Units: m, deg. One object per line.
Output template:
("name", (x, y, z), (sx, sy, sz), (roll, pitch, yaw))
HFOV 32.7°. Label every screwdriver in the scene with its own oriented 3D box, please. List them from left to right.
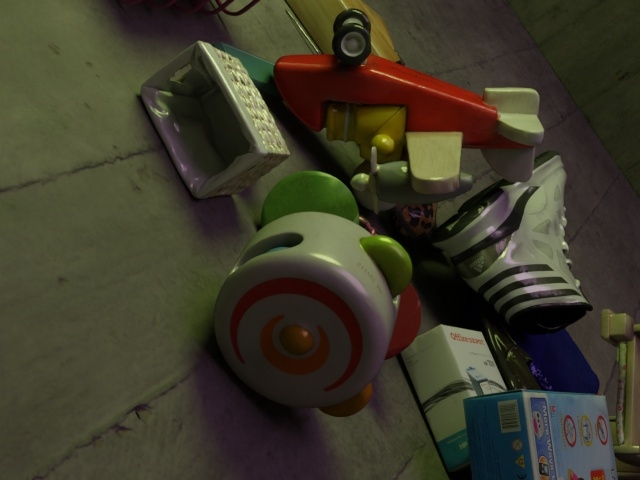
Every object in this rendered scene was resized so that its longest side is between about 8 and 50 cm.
("screwdriver", (-0.014, -0.339, 1.921), (0.170, 0.025, 0.024), (50, 25, 8))

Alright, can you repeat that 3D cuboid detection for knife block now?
("knife block", (0.072, -0.329, 1.969), (0.276, 0.088, 0.242), (31, 34, -43))

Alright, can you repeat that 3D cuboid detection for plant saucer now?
("plant saucer", (-0.093, -0.256, 1.671), (0.192, 0.018, 0.067), (11, 50, -58))

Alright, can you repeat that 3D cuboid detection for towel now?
("towel", (0.360, 0.190, 1.883), (0.308, 0.076, 0.227), (53, 32, -8))

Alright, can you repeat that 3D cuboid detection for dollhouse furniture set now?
("dollhouse furniture set", (0.450, 0.306, 1.696), (0.355, 0.174, 0.303), (32, 59, -47))

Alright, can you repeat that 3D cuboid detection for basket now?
("basket", (-0.127, -0.147, 1.361), (0.167, 0.113, 0.103), (61, 23, 11))

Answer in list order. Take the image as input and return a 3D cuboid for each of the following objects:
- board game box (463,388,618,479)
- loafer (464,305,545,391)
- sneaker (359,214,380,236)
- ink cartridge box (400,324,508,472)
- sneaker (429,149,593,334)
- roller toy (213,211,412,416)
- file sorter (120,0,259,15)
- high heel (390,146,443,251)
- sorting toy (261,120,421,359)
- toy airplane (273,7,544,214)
("board game box", (0.310, 0.357, 1.448), (0.302, 0.086, 0.308), (15, 66, -55))
("loafer", (0.281, 0.190, 1.679), (0.078, 0.080, 0.220), (10, 36, -21))
("sneaker", (0.082, 0.007, 1.638), (0.119, 0.047, 0.057), (54, 13, -8))
("ink cartridge box", (0.204, 0.223, 1.540), (0.140, 0.082, 0.190), (14, 50, -56))
("sneaker", (0.356, 0.019, 1.846), (0.257, 0.169, 0.447), (56, 34, -1))
("roller toy", (-0.015, 0.080, 1.196), (0.191, 0.209, 0.146), (18, 28, 3))
("file sorter", (-0.180, -0.439, 1.540), (0.202, 0.182, 0.291), (60, 26, 7))
("high heel", (0.149, -0.116, 1.834), (0.186, 0.093, 0.261), (23, 48, -59))
("sorting toy", (0.000, 0.000, 1.464), (0.365, 0.127, 0.126), (56, -5, 7))
("toy airplane", (0.149, -0.161, 1.686), (0.386, 0.272, 0.384), (-1, 32, -48))
